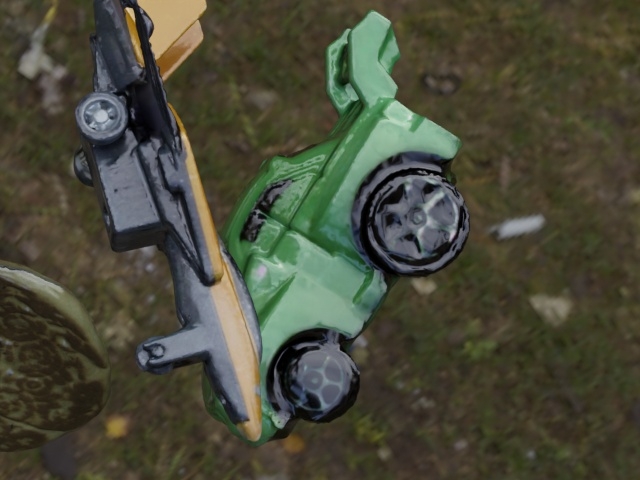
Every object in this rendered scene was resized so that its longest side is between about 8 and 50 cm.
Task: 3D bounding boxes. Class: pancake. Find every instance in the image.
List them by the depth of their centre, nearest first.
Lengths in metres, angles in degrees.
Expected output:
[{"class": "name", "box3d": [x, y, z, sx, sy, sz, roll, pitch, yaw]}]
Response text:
[{"class": "pancake", "box3d": [-0.301, 0.099, 1.490, 0.250, 0.250, 0.031, 28, 39, -16]}]

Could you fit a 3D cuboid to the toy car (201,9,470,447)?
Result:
[{"class": "toy car", "box3d": [0.000, 0.000, 1.472, 0.176, 0.213, 0.358, 35, 87, -8]}]

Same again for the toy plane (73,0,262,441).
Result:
[{"class": "toy plane", "box3d": [-0.105, -0.015, 1.127, 0.103, 0.204, 0.316, -8, 73, -10]}]
